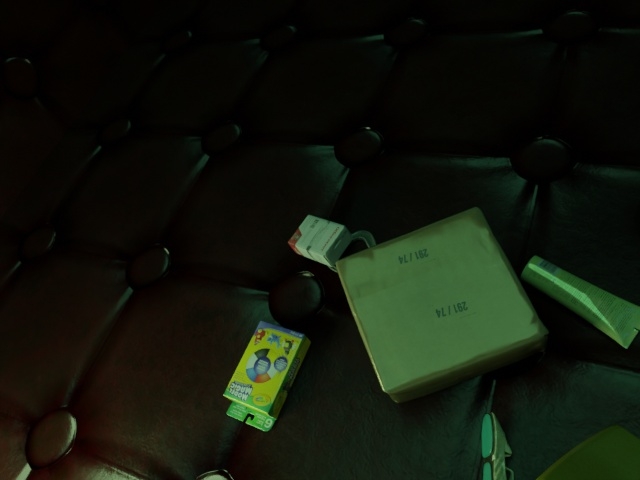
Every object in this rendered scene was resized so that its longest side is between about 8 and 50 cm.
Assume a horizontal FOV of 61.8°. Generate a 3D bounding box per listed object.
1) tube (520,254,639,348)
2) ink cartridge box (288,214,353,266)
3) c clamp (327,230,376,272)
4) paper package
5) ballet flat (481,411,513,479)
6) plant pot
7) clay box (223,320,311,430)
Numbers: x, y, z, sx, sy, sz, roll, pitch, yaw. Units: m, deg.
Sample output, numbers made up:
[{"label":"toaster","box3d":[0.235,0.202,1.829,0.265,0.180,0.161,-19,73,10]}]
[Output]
[{"label":"tube","box3d":[0.530,0.117,1.092,0.240,0.062,0.070,34,117,30]},{"label":"ink cartridge box","box3d":[0.000,0.000,1.362,0.135,0.056,0.099,20,66,43]},{"label":"c clamp","box3d":[0.087,0.035,1.338,0.160,0.022,0.137,-22,51,7]},{"label":"paper package","box3d":[0.237,0.132,1.091,0.324,0.168,0.310,-23,64,6]},{"label":"ballet flat","box3d":[0.326,0.405,0.981,0.052,0.057,0.168,12,63,-4]},{"label":"plant pot","box3d":[0.457,0.421,0.825,0.187,0.212,0.212,-38,51,-24]},{"label":"clay box","box3d":[-0.126,0.304,1.218,0.127,0.053,0.222,11,61,28]}]
